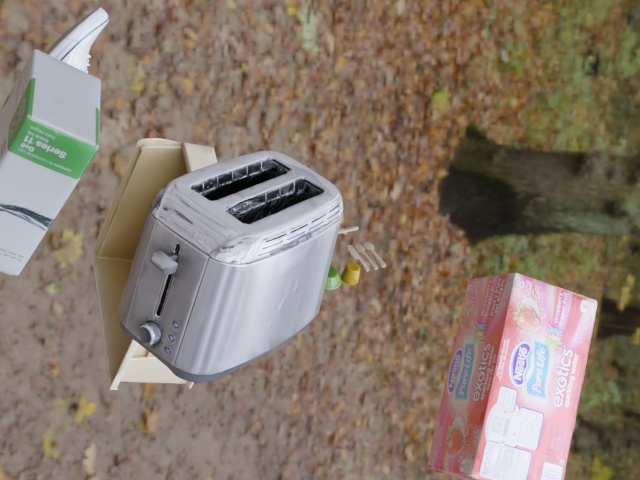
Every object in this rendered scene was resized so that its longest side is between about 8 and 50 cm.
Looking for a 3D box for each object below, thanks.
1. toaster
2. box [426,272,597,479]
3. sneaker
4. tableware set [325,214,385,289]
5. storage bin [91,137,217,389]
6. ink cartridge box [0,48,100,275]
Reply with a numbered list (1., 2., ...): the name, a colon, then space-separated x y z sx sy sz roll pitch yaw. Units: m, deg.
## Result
1. toaster: -0.068 0.015 0.885 0.227 0.129 0.146 -24 140 -47
2. box: 0.280 0.213 1.462 0.142 0.154 0.300 -16 -122 67
3. sneaker: -0.477 -0.323 1.863 0.091 0.094 0.258 43 84 -24
4. tableware set: 0.000 0.000 1.189 0.104 0.154 0.024 -13 139 -32
5. storage bin: -0.221 0.032 1.414 0.260 0.123 0.262 -60 -145 36
6. ink cartridge box: -0.336 -0.087 1.128 0.208 0.086 0.153 -51 -148 26
